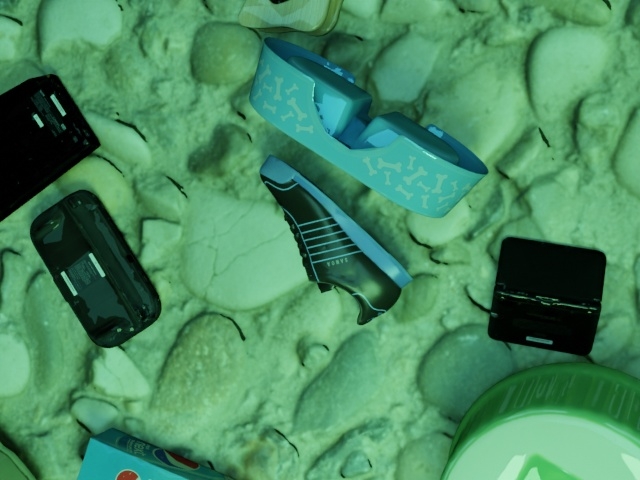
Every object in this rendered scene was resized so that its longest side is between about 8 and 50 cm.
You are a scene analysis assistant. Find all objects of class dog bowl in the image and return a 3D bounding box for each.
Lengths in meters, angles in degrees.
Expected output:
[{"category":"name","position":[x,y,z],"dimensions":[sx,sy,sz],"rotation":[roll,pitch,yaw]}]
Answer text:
[{"category":"dog bowl","position":[0.047,-0.126,1.078],"dimensions":[0.297,0.166,0.074],"rotation":[33,108,9]}]

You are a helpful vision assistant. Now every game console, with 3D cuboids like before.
[{"category":"game console","position":[0.266,0.066,1.108],"dimensions":[0.122,0.071,0.107],"rotation":[9,123,12]},{"category":"game console","position":[-0.345,-0.023,1.217],"dimensions":[0.213,0.044,0.361],"rotation":[-34,84,12]}]

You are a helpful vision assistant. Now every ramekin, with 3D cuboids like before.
[{"category":"ramekin","position":[0.269,0.294,1.017],"dimensions":[0.303,0.148,0.304],"rotation":[2,96,21]}]

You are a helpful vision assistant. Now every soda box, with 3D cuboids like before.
[{"category":"soda box","position":[-0.193,0.310,1.179],"dimensions":[0.210,0.067,0.071],"rotation":[20,95,10]}]

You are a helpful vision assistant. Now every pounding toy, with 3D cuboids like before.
[{"category":"pounding toy","position":[-0.026,-0.367,1.076],"dimensions":[0.154,0.155,0.270],"rotation":[26,102,8]}]

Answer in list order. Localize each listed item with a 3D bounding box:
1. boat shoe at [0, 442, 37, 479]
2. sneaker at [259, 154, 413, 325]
[{"category":"boat shoe","position":[-0.484,0.260,1.215],"dimensions":[0.340,0.127,0.113],"rotation":[50,123,4]},{"category":"sneaker","position":[0.000,0.000,1.125],"dimensions":[0.232,0.081,0.090],"rotation":[43,92,6]}]
